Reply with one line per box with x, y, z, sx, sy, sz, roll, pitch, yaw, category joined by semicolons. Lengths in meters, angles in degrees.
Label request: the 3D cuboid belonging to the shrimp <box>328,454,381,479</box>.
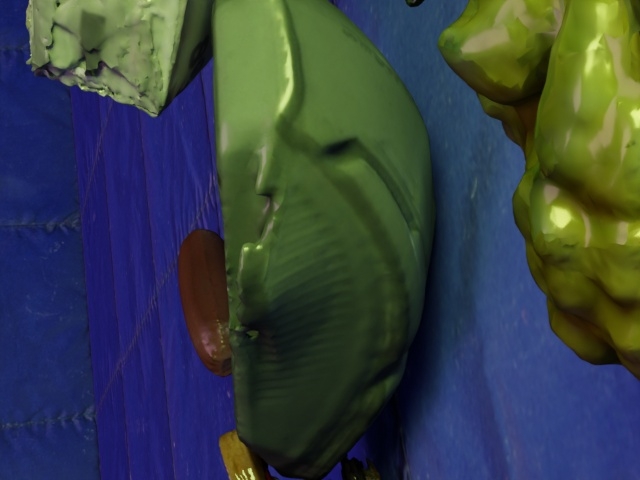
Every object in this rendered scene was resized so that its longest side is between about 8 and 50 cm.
0.028;0.230;0.864;0.090;0.079;0.233;114;154;-46;shrimp

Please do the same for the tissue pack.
-0.081;-0.273;0.824;0.344;0.125;0.242;-65;-7;-50;tissue pack

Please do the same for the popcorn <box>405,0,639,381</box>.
0.121;-0.061;0.370;0.189;0.169;0.218;-118;37;-51;popcorn

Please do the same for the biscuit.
-0.017;0.252;0.918;0.165;0.036;0.250;-118;5;-69;biscuit

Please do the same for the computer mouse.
0.003;0.001;0.805;0.429;0.145;0.228;92;172;-49;computer mouse

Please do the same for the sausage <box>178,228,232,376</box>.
-0.123;0.068;1.318;0.077;0.077;0.194;105;155;-44;sausage
